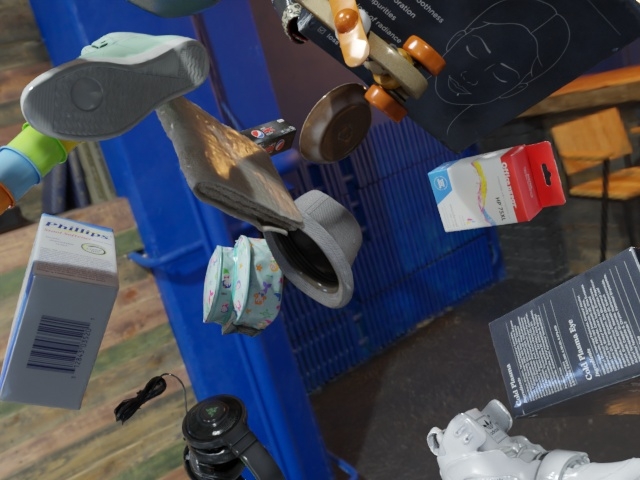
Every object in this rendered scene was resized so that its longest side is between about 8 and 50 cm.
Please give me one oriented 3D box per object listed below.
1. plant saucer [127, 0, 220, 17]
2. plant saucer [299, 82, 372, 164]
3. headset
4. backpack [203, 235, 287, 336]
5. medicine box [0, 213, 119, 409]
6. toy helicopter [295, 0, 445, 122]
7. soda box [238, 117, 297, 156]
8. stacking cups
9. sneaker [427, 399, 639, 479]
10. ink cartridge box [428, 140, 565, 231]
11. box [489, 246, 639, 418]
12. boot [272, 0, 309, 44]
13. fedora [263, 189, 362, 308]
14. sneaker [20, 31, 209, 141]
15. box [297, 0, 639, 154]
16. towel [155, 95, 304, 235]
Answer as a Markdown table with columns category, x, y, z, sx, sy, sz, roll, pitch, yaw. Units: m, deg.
| category | x | y | z | sx | sy | sz | roll | pitch | yaw |
| --- | --- | --- | --- | --- | --- | --- | --- | --- | --- |
| plant saucer | -0.227 | -0.267 | 0.488 | 0.044 | 0.317 | 0.317 | -55 | 7 | 12 |
| plant saucer | 0.044 | -0.236 | 1.310 | 0.198 | 0.199 | 0.036 | -25 | 55 | -34 |
| headset | -0.234 | 0.424 | 1.251 | 0.394 | 0.243 | 0.185 | 39 | 51 | 23 |
| backpack | -0.179 | 0.106 | 1.495 | 0.191 | 0.225 | 0.253 | 11 | -23 | -23 |
| medicine box | -0.501 | 0.128 | 1.194 | 0.149 | 0.264 | 0.289 | 15 | 16 | -26 |
| toy helicopter | 0.044 | -0.371 | 1.090 | 0.140 | 0.355 | 0.235 | -50 | -16 | 14 |
| soda box | -0.129 | -0.222 | 1.390 | 0.053 | 0.060 | 0.169 | 38 | 39 | 19 |
| stacking cups | -0.517 | -0.108 | 1.028 | 0.096 | 0.096 | 0.316 | -6 | 41 | 37 |
| sneaker | 0.321 | 0.344 | 0.954 | 0.137 | 0.210 | 0.366 | -2 | -27 | -46 |
| ink cartridge box | 0.343 | -0.103 | 1.217 | 0.231 | 0.134 | 0.078 | -9 | 16 | 42 |
| box | 0.527 | 0.170 | 1.034 | 0.343 | 0.179 | 0.312 | 7 | -32 | -28 |
| boot | -0.055 | -0.504 | 1.395 | 0.085 | 0.179 | 0.236 | -20 | -20 | 6 |
| fedora | 0.000 | 0.000 | 1.261 | 0.243 | 0.275 | 0.124 | 29 | 62 | 33 |
| sneaker | -0.279 | -0.197 | 0.775 | 0.151 | 0.094 | 0.256 | 17 | 36 | 33 |
| box | 0.296 | -0.501 | 1.229 | 0.471 | 0.479 | 0.298 | -31 | 36 | 44 |
| towel | -0.133 | -0.108 | 0.932 | 0.049 | 0.187 | 0.282 | -37 | -28 | 15 |
